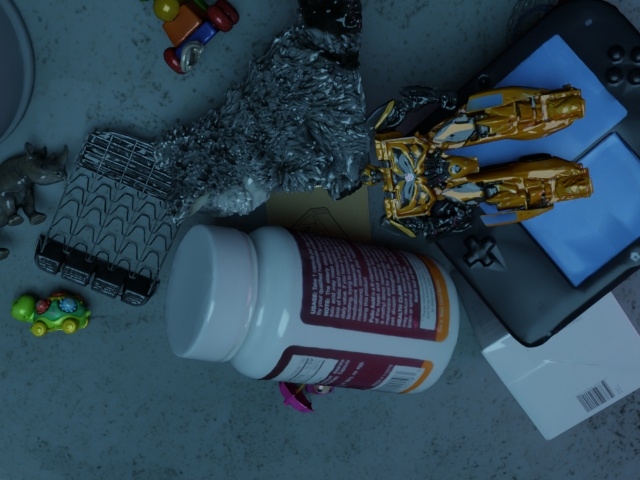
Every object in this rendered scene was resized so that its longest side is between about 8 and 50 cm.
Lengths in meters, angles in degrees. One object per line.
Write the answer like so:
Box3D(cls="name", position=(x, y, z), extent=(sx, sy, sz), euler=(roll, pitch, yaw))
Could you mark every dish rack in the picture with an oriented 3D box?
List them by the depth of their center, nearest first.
Box3D(cls="dish rack", position=(-0.317, -0.037, 1.395), extent=(0.208, 0.074, 0.271), euler=(23, 108, -13))

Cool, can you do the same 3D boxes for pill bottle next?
Box3D(cls="pill bottle", position=(-0.013, 0.100, 1.308), extent=(0.392, 0.224, 0.224), euler=(11, 113, -28))

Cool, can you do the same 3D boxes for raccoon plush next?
Box3D(cls="raccoon plush", position=(-0.102, -0.218, 1.214), extent=(0.299, 0.216, 0.446), euler=(-10, 124, -6))

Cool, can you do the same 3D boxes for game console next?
Box3D(cls="game console", position=(0.322, -0.097, 1.203), extent=(0.386, 0.060, 0.342), euler=(-40, 79, 11))

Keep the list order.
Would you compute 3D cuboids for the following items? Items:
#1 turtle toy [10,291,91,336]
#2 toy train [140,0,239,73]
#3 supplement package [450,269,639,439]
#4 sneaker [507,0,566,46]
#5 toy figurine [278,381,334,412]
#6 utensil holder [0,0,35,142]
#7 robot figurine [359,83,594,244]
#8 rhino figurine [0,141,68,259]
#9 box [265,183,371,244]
Box3D(cls="turtle toy", position=(-0.440, 0.118, 1.450), extent=(0.130, 0.095, 0.066), euler=(-4, 92, -1))
Box3D(cls="toy train", position=(-0.201, -0.306, 1.191), extent=(0.105, 0.248, 0.143), euler=(-41, 104, 14))
Box3D(cls="supplement package", position=(0.356, 0.124, 1.384), extent=(0.199, 0.263, 0.198), euler=(-34, 110, 11))
Box3D(cls="sneaker", position=(0.354, -0.257, 1.322), extent=(0.129, 0.111, 0.297), euler=(-7, 107, -32))
Box3D(cls="toy figurine", position=(-0.003, 0.221, 1.513), extent=(0.173, 0.130, 0.159), euler=(-1, 130, -28))
Box3D(cls="utensil holder", position=(-0.578, -0.200, 1.143), extent=(0.327, 0.385, 0.328), euler=(-1, 113, -3))
Box3D(cls="robot figurine", position=(0.194, -0.105, 1.144), extent=(0.291, 0.085, 0.211), euler=(-10, 105, 4))
Box3D(cls="rhino figurine", position=(-0.475, -0.067, 1.364), extent=(0.243, 0.073, 0.106), euler=(-41, 72, 13))
Box3D(cls="box", position=(0.000, 0.000, 1.449), extent=(0.164, 0.021, 0.201), euler=(-6, 114, 0))
